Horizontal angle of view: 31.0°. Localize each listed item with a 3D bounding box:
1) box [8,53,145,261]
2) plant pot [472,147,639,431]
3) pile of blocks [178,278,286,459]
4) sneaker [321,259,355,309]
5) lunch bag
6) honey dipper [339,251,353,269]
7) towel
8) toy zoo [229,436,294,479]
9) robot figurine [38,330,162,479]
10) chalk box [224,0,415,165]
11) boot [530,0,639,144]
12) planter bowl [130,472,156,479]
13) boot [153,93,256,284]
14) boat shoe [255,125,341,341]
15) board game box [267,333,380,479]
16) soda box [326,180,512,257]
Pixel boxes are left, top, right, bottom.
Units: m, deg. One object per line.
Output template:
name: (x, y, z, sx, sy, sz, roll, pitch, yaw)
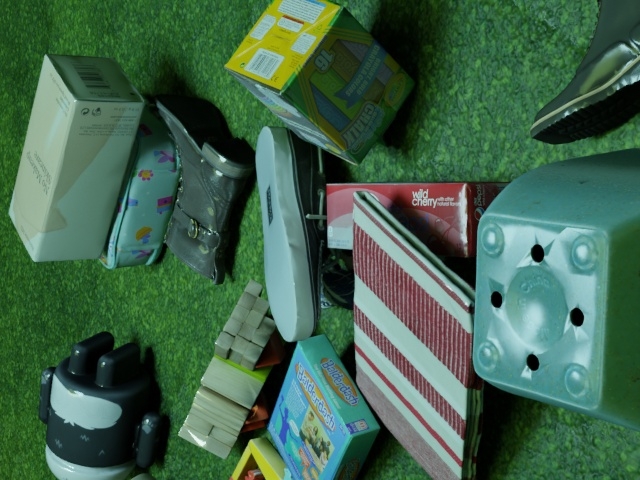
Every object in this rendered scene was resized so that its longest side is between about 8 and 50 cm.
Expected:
box: (-0.395, -0.128, 1.849, 0.148, 0.121, 0.311, 50, 131, 40)
plant pot: (0.272, 0.050, 1.014, 0.248, 0.252, 0.247, 11, 103, 54)
pile of blocks: (-0.107, 0.202, 1.707, 0.113, 0.149, 0.362, 28, 137, 2)
sneaker: (0.017, 0.068, 1.553, 0.135, 0.052, 0.058, 39, 133, 55)
lunch bag: (-0.335, -0.112, 1.967, 0.224, 0.108, 0.279, 46, 129, 43)
honey dipper: (0.000, 0.000, 1.583, 0.161, 0.030, 0.030, 36, 122, 42)
towel: (0.111, 0.127, 1.338, 0.237, 0.037, 0.329, 45, 149, 42)
toy zoo: (-0.087, 0.434, 1.739, 0.192, 0.030, 0.293, 55, 134, 36)
robot figurine: (-0.391, 0.304, 2.035, 0.209, 0.174, 0.278, 44, 128, 56)
chalk box: (0.016, -0.190, 1.422, 0.132, 0.213, 0.132, 30, 84, 47)
boot: (0.280, -0.193, 1.145, 0.198, 0.077, 0.137, -31, 63, 37)
planter bowl: (-0.289, 0.489, 1.938, 0.109, 0.162, 0.162, 26, 117, 22)
boot: (-0.207, -0.083, 1.804, 0.263, 0.091, 0.229, 47, 129, 37)
boat shoe: (-0.017, -0.012, 1.510, 0.113, 0.105, 0.306, 117, 150, -51)
board game box: (-0.001, 0.253, 1.558, 0.160, 0.047, 0.210, 59, 148, 32)
soda box: (0.116, -0.028, 1.359, 0.263, 0.092, 0.083, 3, 95, 54)
